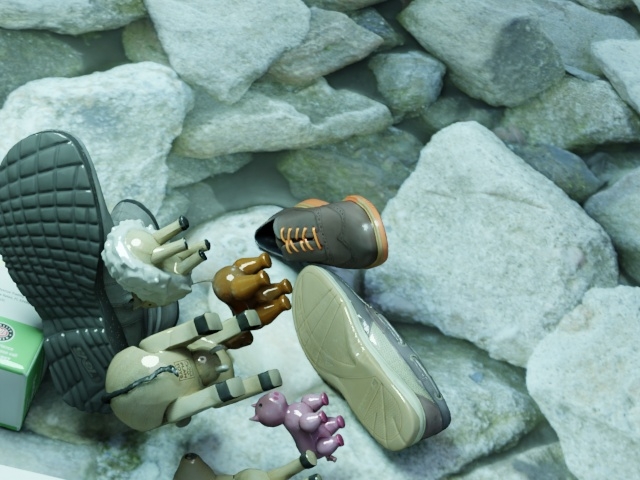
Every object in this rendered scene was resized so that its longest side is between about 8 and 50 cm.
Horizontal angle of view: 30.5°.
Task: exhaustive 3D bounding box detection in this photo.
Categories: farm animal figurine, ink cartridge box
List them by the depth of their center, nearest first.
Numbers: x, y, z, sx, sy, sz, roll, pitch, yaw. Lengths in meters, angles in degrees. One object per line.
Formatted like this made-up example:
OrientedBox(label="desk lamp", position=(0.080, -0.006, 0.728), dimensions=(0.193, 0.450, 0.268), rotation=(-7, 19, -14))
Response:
OrientedBox(label="farm animal figurine", position=(-0.119, 0.170, 1.247), dimensions=(0.172, 0.326, 0.330), rotation=(-25, 63, 18))
OrientedBox(label="ink cartridge box", position=(-0.393, 0.056, 1.370), dimensions=(0.201, 0.117, 0.278), rotation=(17, 44, -2))

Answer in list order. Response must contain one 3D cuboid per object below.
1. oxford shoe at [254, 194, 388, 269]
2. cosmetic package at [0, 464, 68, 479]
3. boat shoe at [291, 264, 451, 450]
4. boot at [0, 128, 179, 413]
OrientedBox(label="oxford shoe", position=(0.000, 0.000, 1.505), dimensions=(0.098, 0.271, 0.097), rotation=(-17, 97, -23))
OrientedBox(label="cosmetic package", position=(-0.267, 0.291, 1.195), dimensions=(0.239, 0.099, 0.060), rotation=(15, 44, -5))
OrientedBox(label="boat shoe", position=(0.060, 0.141, 1.461), dimensions=(0.092, 0.103, 0.285), rotation=(2, 37, -40))
OrientedBox(label="boot", position=(-0.252, 0.002, 1.315), dimensions=(0.118, 0.338, 0.223), rotation=(2, 28, 11))
